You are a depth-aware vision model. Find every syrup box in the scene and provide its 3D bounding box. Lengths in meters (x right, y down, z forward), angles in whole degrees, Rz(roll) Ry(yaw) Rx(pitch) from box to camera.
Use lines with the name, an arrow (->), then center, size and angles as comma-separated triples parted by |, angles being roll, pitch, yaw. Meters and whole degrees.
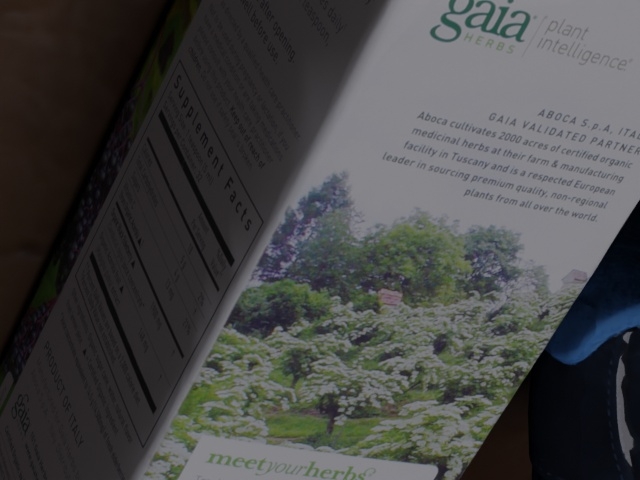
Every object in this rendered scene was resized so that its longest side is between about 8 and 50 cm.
syrup box -> 0.000, 0.000, 0.522 | 0.093, 0.096, 0.237 | 10, 122, -31

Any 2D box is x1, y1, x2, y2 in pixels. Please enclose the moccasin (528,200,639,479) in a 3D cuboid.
moccasin -> 0.225, 0.048, 0.641 | 0.342, 0.138, 0.117 | 3, 113, -8
